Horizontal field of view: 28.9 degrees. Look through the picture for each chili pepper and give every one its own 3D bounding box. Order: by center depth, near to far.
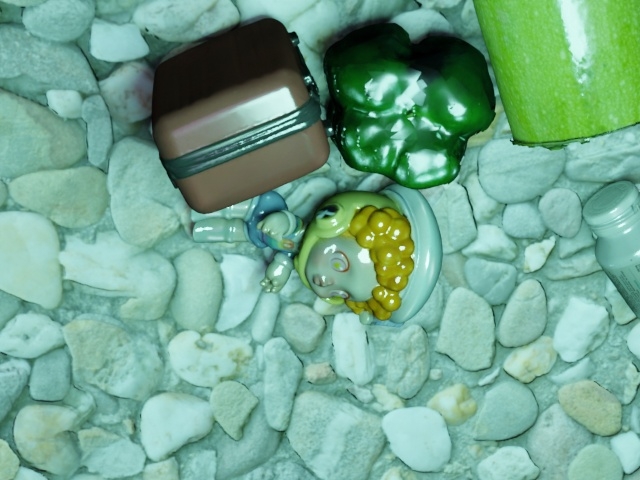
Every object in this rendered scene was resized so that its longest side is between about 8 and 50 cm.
[{"bbox_3d":[0.124,-0.185,1.772,0.248,0.257,0.233,4,108,1],"label":"chili pepper"}]

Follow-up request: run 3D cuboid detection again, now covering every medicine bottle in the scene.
[{"bbox_3d":[0.502,0.016,1.932,0.135,0.135,0.215,-36,108,8],"label":"medicine bottle"}]

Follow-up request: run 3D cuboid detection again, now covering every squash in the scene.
[{"bbox_3d":[0.347,-0.340,1.730,0.263,0.263,0.384,-17,110,2],"label":"squash"}]

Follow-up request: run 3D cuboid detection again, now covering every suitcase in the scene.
[{"bbox_3d":[-0.116,-0.178,1.729,0.236,0.297,0.161,-22,117,4],"label":"suitcase"}]

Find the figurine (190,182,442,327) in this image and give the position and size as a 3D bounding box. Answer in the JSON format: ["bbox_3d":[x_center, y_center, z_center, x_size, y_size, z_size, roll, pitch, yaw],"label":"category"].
[{"bbox_3d":[0.000,-0.023,1.856,0.382,0.205,0.224,23,136,0],"label":"figurine"}]
